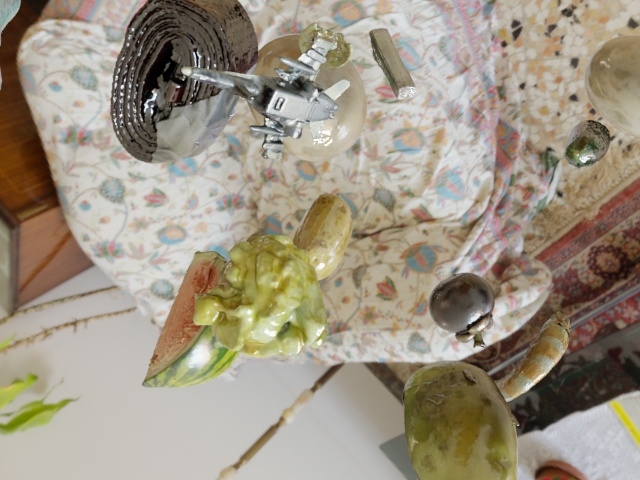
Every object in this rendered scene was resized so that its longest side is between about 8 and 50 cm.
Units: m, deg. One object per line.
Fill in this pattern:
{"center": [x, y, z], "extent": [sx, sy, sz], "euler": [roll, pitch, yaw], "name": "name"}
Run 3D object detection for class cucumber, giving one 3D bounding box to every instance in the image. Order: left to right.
{"center": [0.351, -0.129, 0.764], "extent": [0.058, 0.215, 0.052], "euler": [-35, 86, 30], "name": "cucumber"}

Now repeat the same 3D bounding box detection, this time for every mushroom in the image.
{"center": [-0.050, -0.383, 1.600], "extent": [0.295, 0.362, 0.362], "euler": [-31, 95, 49], "name": "mushroom"}
{"center": [0.588, -0.279, 1.013], "extent": [0.209, 0.206, 0.206], "euler": [-23, 103, 15], "name": "mushroom"}

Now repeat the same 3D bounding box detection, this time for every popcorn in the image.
{"center": [-0.088, 0.087, 0.859], "extent": [0.167, 0.185, 0.187], "euler": [58, 176, 45], "name": "popcorn"}

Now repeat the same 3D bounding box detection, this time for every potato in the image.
{"center": [0.212, 0.258, 0.813], "extent": [0.160, 0.271, 0.111], "euler": [33, 118, -10], "name": "potato"}

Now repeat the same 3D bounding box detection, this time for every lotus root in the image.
{"center": [0.000, 0.000, 1.587], "extent": [0.146, 0.284, 0.160], "euler": [14, 155, 37], "name": "lotus root"}

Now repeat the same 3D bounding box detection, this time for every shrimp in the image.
{"center": [0.482, 0.305, 1.358], "extent": [0.068, 0.185, 0.287], "euler": [39, 112, 11], "name": "shrimp"}

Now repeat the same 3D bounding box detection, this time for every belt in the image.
{"center": [-0.216, -0.261, 0.921], "extent": [0.184, 0.164, 0.289], "euler": [32, 124, -7], "name": "belt"}

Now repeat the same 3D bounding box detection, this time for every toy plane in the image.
{"center": [-0.066, -0.193, 0.778], "extent": [0.088, 0.262, 0.192], "euler": [42, 118, 27], "name": "toy plane"}

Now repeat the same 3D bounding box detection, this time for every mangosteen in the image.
{"center": [0.459, 0.226, 1.818], "extent": [0.211, 0.211, 0.250], "euler": [-28, 89, 49], "name": "mangosteen"}

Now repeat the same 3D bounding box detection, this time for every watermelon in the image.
{"center": [-0.208, 0.141, 1.090], "extent": [0.159, 0.303, 0.128], "euler": [19, 145, -6], "name": "watermelon"}

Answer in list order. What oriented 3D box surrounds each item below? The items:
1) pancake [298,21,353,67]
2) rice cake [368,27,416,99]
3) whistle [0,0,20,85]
{"center": [0.010, -0.449, 1.344], "extent": [0.130, 0.022, 0.116], "euler": [19, 150, -12], "name": "pancake"}
{"center": [0.143, -0.364, 1.167], "extent": [0.036, 0.047, 0.206], "euler": [103, 154, -53], "name": "rice cake"}
{"center": [-0.453, -0.203, 0.579], "extent": [0.188, 0.404, 0.168], "euler": [7, 128, -13], "name": "whistle"}
